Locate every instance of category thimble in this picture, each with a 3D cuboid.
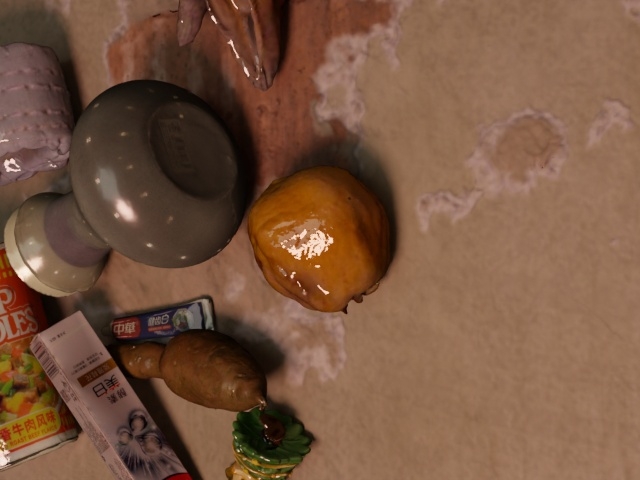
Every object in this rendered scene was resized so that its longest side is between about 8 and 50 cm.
[{"bbox_3d":[-0.328,-0.125,1.580,0.151,0.127,0.118,-21,79,38],"label":"thimble"}]

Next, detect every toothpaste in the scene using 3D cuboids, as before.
[{"bbox_3d":[-0.164,0.083,1.542,0.140,0.021,0.037,-10,87,31],"label":"toothpaste"}]

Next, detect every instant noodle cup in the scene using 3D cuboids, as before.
[{"bbox_3d":[-0.348,0.132,1.584,0.193,0.193,0.212,-25,85,32],"label":"instant noodle cup"}]

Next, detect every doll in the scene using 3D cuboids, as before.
[{"bbox_3d":[-0.048,0.213,1.457,0.078,0.076,0.113,-120,26,-45],"label":"doll"}]

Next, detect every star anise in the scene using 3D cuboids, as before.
[{"bbox_3d":[-0.088,-0.322,1.429,0.349,0.109,0.292,32,102,18],"label":"star anise"}]

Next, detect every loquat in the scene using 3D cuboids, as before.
[{"bbox_3d":[0.000,0.000,1.382,0.137,0.113,0.137,0,89,8],"label":"loquat"}]

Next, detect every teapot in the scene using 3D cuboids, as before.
[{"bbox_3d":[-0.196,-0.035,1.479,0.251,0.183,0.183,-30,75,41],"label":"teapot"}]

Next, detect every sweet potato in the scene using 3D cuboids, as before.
[{"bbox_3d":[-0.124,0.119,1.487,0.269,0.075,0.075,7,96,48],"label":"sweet potato"}]

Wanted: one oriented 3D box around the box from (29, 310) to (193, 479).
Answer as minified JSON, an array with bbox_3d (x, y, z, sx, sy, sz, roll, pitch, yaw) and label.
[{"bbox_3d":[-0.204,0.175,1.520,0.218,0.055,0.039,55,149,4],"label":"box"}]
